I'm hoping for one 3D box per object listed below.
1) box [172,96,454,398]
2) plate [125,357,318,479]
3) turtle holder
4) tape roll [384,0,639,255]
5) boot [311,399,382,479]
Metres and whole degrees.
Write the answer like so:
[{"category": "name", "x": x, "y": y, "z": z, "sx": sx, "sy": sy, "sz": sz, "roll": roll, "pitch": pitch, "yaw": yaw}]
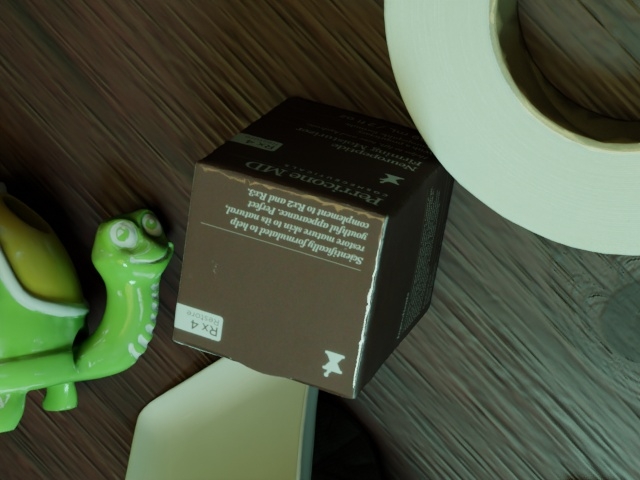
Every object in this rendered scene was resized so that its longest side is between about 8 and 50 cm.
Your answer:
[{"category": "box", "x": 0.000, "y": 0.000, "z": 1.372, "sx": 0.169, "sy": 0.203, "sz": 0.167, "roll": 17, "pitch": 115, "yaw": 15}, {"category": "plate", "x": -0.089, "y": 0.224, "z": 1.465, "sx": 0.045, "sy": 0.278, "sz": 0.277, "roll": 31, "pitch": 135, "yaw": -28}, {"category": "turtle holder", "x": -0.319, "y": 0.061, "z": 1.511, "sx": 0.320, "sy": 0.243, "sz": 0.227, "roll": -9, "pitch": 89, "yaw": 34}, {"category": "tape roll", "x": 0.242, "y": -0.178, "z": 1.280, "sx": 0.392, "sy": 0.072, "sz": 0.392, "roll": 8, "pitch": 112, "yaw": 20}, {"category": "boot", "x": -0.063, "y": 0.360, "z": 1.480, "sx": 0.138, "sy": 0.377, "sz": 0.284, "roll": 25, "pitch": 133, "yaw": -35}]
